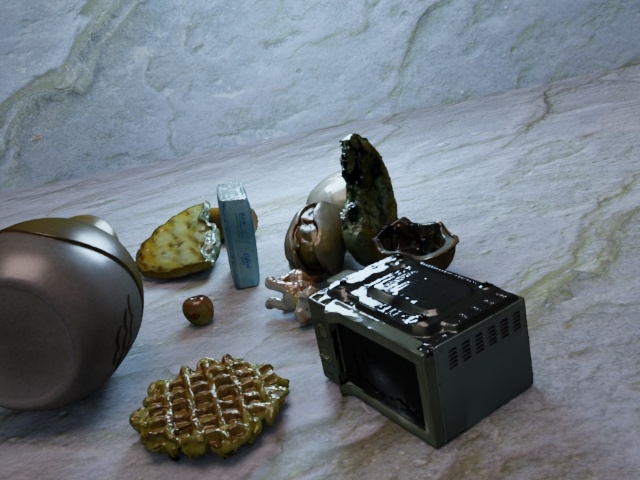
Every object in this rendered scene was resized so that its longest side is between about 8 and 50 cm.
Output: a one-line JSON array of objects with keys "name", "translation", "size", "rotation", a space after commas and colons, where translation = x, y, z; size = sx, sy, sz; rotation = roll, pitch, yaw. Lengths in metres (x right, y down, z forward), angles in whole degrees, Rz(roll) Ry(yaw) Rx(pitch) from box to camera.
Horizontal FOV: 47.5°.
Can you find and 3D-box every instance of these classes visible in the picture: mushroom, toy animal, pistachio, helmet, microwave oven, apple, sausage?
[{"name": "mushroom", "translation": [0.078, -0.110, 2.220], "size": [0.255, 0.184, 0.255], "rotation": [-7, 22, 3]}, {"name": "toy animal", "translation": [-0.016, 0.132, 1.788], "size": [0.184, 0.104, 0.185], "rotation": [-16, 16, -35]}, {"name": "pistachio", "translation": [0.000, 0.000, 1.983], "size": [0.166, 0.197, 0.288], "rotation": [-14, 26, 27]}, {"name": "helmet", "translation": [0.239, 0.038, 1.840], "size": [0.224, 0.130, 0.198], "rotation": [17, 38, 34]}, {"name": "microwave oven", "translation": [0.183, 0.179, 1.394], "size": [0.286, 0.218, 0.355], "rotation": [-25, 25, -27]}, {"name": "apple", "translation": [-0.312, 0.179, 1.860], "size": [0.084, 0.071, 0.084], "rotation": [-11, 13, 3]}, {"name": "sausage", "translation": [-0.360, -0.054, 2.416], "size": [0.328, 0.112, 0.112], "rotation": [-2, 23, 28]}]

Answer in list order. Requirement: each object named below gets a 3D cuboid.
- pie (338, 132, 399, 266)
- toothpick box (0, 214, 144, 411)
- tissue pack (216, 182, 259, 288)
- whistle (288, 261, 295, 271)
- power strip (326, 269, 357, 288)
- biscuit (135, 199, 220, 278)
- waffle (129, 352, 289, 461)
[{"name": "pie", "translation": [0.134, -0.105, 2.008], "size": [0.078, 0.371, 0.296], "rotation": [-10, -13, 27]}, {"name": "toothpick box", "translation": [-0.607, 0.147, 1.633], "size": [0.409, 0.409, 0.425], "rotation": [-10, 16, 6]}, {"name": "tissue pack", "translation": [-0.228, -0.018, 2.039], "size": [0.089, 0.263, 0.177], "rotation": [-11, 22, -6]}, {"name": "whistle", "translation": [-0.058, 0.017, 2.136], "size": [0.057, 0.068, 0.326], "rotation": [-39, 16, 17]}, {"name": "power strip", "translation": [0.161, 0.132, 1.737], "size": [0.385, 0.062, 0.091], "rotation": [10, 27, 43]}, {"name": "biscuit", "translation": [-0.411, 0.000, 2.257], "size": [0.329, 0.078, 0.335], "rotation": [4, 47, 33]}, {"name": "waffle", "translation": [-0.222, 0.327, 1.443], "size": [0.325, 0.068, 0.302], "rotation": [0, 24, 32]}]
